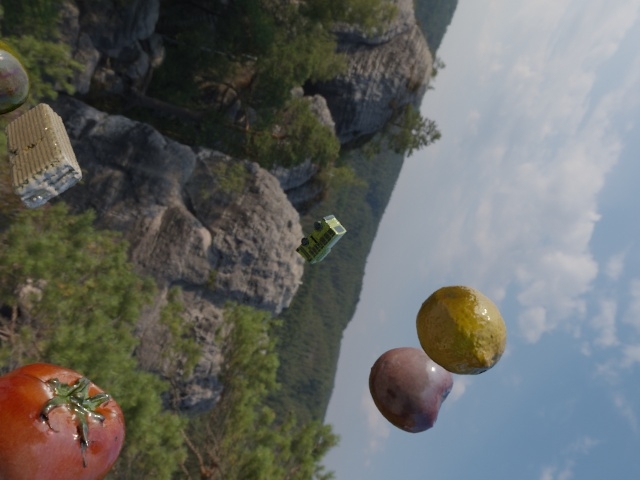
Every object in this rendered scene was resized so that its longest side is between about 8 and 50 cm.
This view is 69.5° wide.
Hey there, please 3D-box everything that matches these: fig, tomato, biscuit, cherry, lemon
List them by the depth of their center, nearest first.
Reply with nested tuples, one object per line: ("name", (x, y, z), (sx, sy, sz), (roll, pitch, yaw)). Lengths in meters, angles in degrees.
("fig", (-0.613, -0.278, 0.806), (0.148, 0.142, 0.186), (82, 24, -45))
("tomato", (-0.607, 0.445, 1.013), (0.273, 0.341, 0.341), (-54, 176, -4))
("lemon", (0.310, 0.197, 1.029), (0.257, 0.188, 0.188), (-114, -141, -68))
("biscuit", (-0.693, -0.220, 1.137), (0.144, 0.426, 0.079), (-38, 135, -9))
("cherry", (0.244, 0.406, 1.306), (0.206, 0.239, 0.240), (66, 40, -68))

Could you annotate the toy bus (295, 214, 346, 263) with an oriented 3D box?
("toy bus", (0.000, 0.000, 1.647), (0.175, 0.101, 0.088), (-48, 168, 26))
